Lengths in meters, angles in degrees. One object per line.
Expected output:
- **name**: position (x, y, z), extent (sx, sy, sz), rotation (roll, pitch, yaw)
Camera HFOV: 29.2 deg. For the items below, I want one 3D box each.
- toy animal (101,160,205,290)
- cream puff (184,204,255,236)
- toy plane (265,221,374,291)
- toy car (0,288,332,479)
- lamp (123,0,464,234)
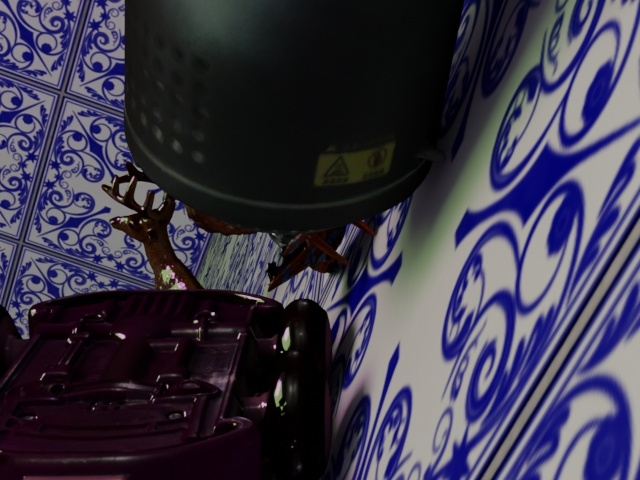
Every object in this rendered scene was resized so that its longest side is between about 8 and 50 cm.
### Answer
- **toy animal**: position (-0.156, 0.055, 1.416), extent (0.087, 0.243, 0.260), rotation (-30, -34, -40)
- **cream puff**: position (-0.080, -0.115, 1.460), extent (0.240, 0.164, 0.240), rotation (-171, 90, -71)
- **toy plane**: position (-0.003, -0.002, 0.971), extent (0.130, 0.061, 0.189), rotation (-49, 0, -12)
- **toy car**: position (-0.123, 0.172, 0.832), extent (0.341, 0.271, 0.240), rotation (-78, -13, -73)
- **lamp**: position (-0.008, -0.134, 0.727), extent (0.374, 0.205, 0.272), rotation (24, 130, 47)
